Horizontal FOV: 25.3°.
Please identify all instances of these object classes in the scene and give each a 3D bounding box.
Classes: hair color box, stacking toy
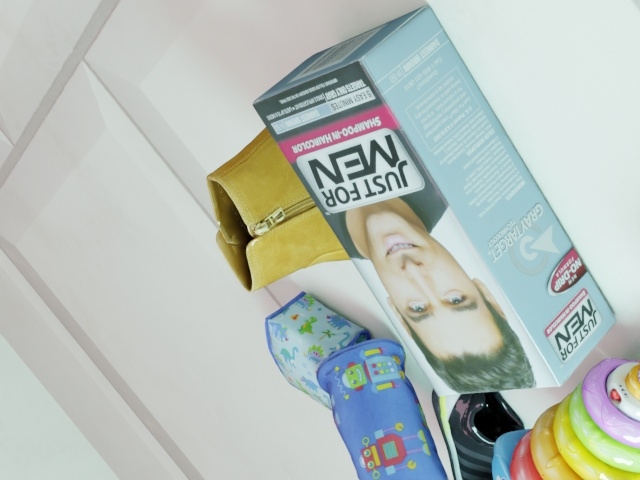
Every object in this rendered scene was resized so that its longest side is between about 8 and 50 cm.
[{"bbox_3d":[0.113,-0.027,1.425,0.185,0.113,0.374,-14,113,54],"label":"hair color box"},{"bbox_3d":[0.302,0.182,1.417,0.301,0.166,0.175,111,149,-43],"label":"stacking toy"}]

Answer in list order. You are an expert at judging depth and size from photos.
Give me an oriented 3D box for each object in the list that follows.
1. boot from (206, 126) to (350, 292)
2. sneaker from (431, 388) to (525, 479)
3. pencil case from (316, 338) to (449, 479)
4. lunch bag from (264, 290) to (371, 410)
[{"bbox_3d":[0.000,0.000,1.565,0.104,0.211,0.295,13,136,54],"label":"boot"},{"bbox_3d":[0.208,0.257,1.732,0.097,0.084,0.234,11,135,52],"label":"sneaker"},{"bbox_3d":[0.095,0.276,1.769,0.133,0.119,0.306,52,-164,-63],"label":"pencil case"},{"bbox_3d":[0.002,0.165,1.932,0.129,0.096,0.151,30,139,36],"label":"lunch bag"}]
